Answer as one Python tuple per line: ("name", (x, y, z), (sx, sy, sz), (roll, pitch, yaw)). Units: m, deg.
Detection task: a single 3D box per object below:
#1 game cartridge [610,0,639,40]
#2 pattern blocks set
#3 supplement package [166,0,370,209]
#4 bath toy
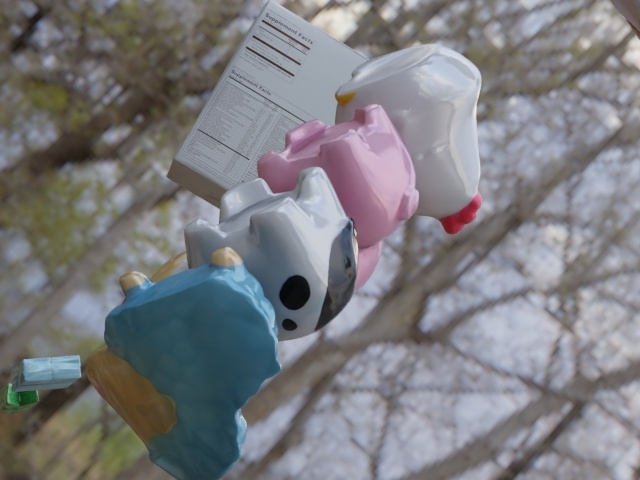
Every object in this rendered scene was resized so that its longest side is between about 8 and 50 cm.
("game cartridge", (0.174, -0.041, 0.553), (0.285, 0.052, 0.323), (51, 5, 30))
("pattern blocks set", (-0.360, 0.118, 1.296), (0.285, 0.324, 0.026), (-26, -112, 54))
("supplement package", (-0.056, -0.129, 1.898), (0.149, 0.203, 0.194), (31, -7, -5))
("bath toy", (0.000, 0.000, 1.042), (0.151, 0.348, 0.129), (-12, -68, 37))
